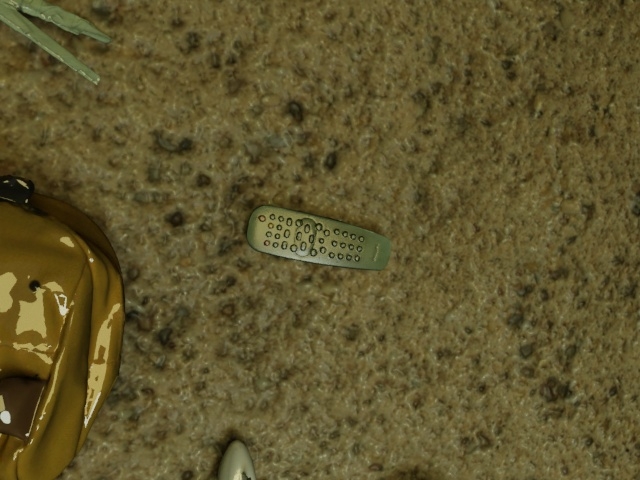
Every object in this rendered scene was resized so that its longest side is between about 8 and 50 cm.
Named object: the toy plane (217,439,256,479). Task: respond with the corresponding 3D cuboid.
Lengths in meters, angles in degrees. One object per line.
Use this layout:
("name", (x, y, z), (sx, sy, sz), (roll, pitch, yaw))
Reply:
("toy plane", (-0.117, 0.417, 0.802), (0.251, 0.101, 0.255), (1, 94, -28))

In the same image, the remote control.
("remote control", (0.000, 0.000, 0.837), (0.221, 0.042, 0.072), (12, 90, -15))

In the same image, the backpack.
("backpack", (-0.410, 0.111, 0.641), (0.353, 0.201, 0.378), (12, 85, -14))

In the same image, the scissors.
("scissors", (-0.425, -0.308, 0.640), (0.383, 0.256, 0.029), (30, 128, -26))
